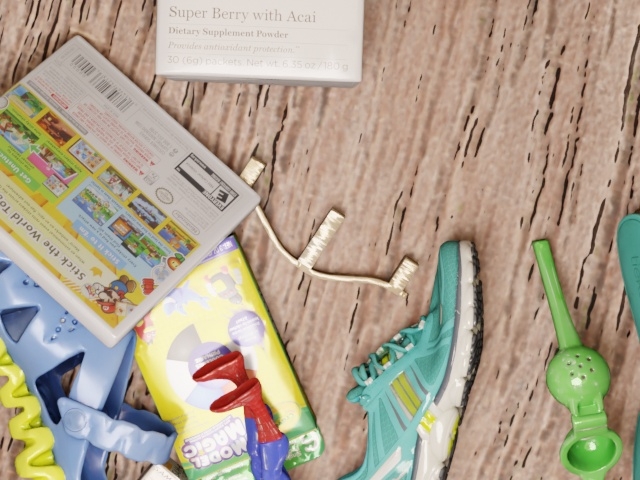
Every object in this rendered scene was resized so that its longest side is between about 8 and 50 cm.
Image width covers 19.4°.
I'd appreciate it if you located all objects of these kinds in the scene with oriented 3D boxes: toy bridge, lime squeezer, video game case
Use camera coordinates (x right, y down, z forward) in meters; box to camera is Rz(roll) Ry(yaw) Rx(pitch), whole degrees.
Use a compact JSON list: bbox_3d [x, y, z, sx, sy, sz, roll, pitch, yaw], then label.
[{"bbox_3d":[0.000,0.000,1.704,0.188,0.026,0.063,34,94,-3],"label":"toy bridge"},{"bbox_3d":[0.226,0.156,1.674,0.059,0.110,0.310,-13,94,-18],"label":"lime squeezer"},{"bbox_3d":[-0.198,-0.047,1.631,0.227,0.026,0.206,42,56,3],"label":"video game case"}]

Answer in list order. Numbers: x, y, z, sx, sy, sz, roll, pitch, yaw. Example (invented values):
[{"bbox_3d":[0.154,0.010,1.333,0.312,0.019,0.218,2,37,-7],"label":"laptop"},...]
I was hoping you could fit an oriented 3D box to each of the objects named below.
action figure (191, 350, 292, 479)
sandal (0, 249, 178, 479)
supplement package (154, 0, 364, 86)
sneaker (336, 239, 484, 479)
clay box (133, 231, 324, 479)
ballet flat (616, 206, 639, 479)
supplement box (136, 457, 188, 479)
[{"bbox_3d":[-0.064,0.247,1.654,0.139,0.091,0.280,-29,119,-4],"label":"action figure"},{"bbox_3d":[-0.221,0.100,1.646,0.138,0.126,0.317,-20,93,10],"label":"sandal"},{"bbox_3d":[-0.047,-0.282,1.612,0.177,0.175,0.293,2,93,0],"label":"supplement package"},{"bbox_3d":[0.081,0.128,1.679,0.110,0.107,0.275,17,93,7],"label":"sneaker"},{"bbox_3d":[-0.091,0.119,1.696,0.127,0.053,0.222,-24,93,1],"label":"clay box"},{"bbox_3d":[0.345,0.130,1.691,0.124,0.116,0.342,-5,90,-20],"label":"ballet flat"},{"bbox_3d":[-0.164,0.242,1.696,0.036,0.062,0.098,40,92,-2],"label":"supplement box"}]
